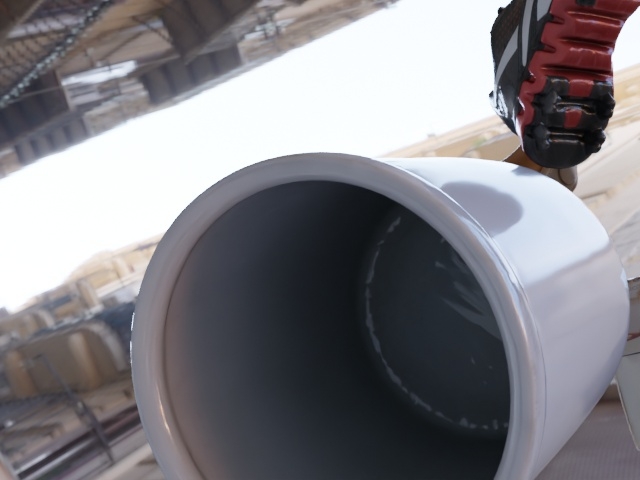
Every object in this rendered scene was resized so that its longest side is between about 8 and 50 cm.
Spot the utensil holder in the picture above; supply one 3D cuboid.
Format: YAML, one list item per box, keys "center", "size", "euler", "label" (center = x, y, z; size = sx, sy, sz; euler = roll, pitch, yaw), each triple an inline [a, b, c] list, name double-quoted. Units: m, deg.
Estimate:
- center: [0.082, 0.085, 0.869]
  size: [0.327, 0.385, 0.328]
  euler: [3, -85, 28]
  label: "utensil holder"

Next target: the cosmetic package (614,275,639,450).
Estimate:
- center: [0.499, 0.163, 1.422]
  size: [0.129, 0.296, 0.153]
  euler: [-14, -78, 20]
  label: "cosmetic package"

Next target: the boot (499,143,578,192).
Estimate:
- center: [0.214, -0.063, 1.283]
  size: [0.220, 0.109, 0.284]
  euler: [-2, -116, 28]
  label: "boot"

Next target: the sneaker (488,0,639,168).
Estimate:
- center: [0.216, -0.208, 0.860]
  size: [0.135, 0.097, 0.276]
  euler: [49, -51, 56]
  label: "sneaker"
